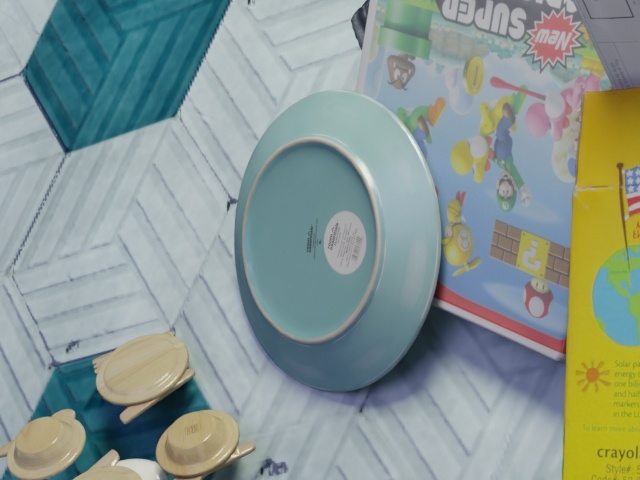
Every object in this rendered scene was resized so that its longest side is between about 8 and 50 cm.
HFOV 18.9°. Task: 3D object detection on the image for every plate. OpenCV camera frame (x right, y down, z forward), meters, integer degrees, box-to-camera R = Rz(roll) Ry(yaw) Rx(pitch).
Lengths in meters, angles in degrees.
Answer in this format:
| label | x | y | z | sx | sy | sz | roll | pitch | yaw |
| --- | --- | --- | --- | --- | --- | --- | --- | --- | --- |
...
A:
| label | x | y | z | sx | sy | sz | roll | pitch | yaw |
| --- | --- | --- | --- | --- | --- | --- | --- | --- | --- |
| plate | 0.000 | 0.000 | 1.183 | 0.188 | 0.024 | 0.188 | -2 | 88 | 48 |

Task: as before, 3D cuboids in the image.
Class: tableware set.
| label | x | y | z | sx | sy | sz | roll | pitch | yaw |
| --- | --- | --- | --- | --- | --- | --- | --- | --- | --- |
| tableware set | -0.127 | 0.127 | 1.224 | 0.141 | 0.020 | 0.168 | -31 | 39 | -13 |

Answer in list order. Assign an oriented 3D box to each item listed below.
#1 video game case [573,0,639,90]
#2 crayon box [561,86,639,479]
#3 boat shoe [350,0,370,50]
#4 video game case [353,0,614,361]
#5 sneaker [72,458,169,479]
| label | x | y | z | sx | sy | sz | roll | pitch | yaw |
| --- | --- | --- | --- | --- | --- | --- | --- | --- | --- |
| video game case | 0.241 | -0.090 | 0.949 | 0.210 | 0.232 | 0.042 | 0 | 46 | 38 |
| crayon box | 0.225 | 0.080 | 0.945 | 0.202 | 0.081 | 0.319 | -1 | 82 | 37 |
| boat shoe | 0.089 | -0.107 | 1.187 | 0.083 | 0.065 | 0.183 | -54 | 52 | 31 |
| video game case | 0.098 | -0.097 | 1.108 | 0.204 | 0.025 | 0.285 | 24 | 111 | 45 |
| sneaker | -0.198 | 0.212 | 1.236 | 0.235 | 0.095 | 0.090 | -35 | 50 | 14 |
